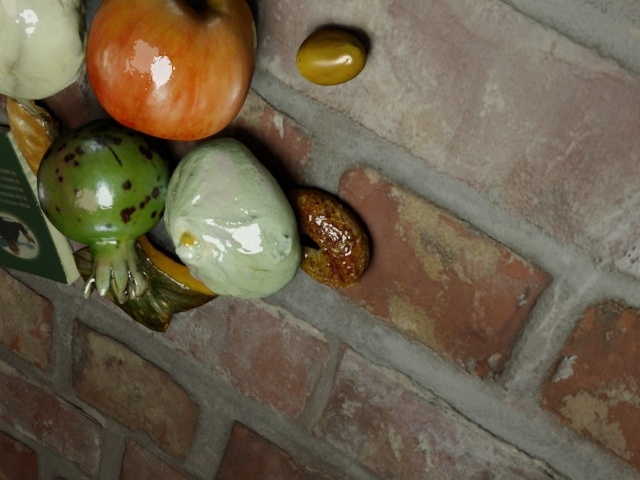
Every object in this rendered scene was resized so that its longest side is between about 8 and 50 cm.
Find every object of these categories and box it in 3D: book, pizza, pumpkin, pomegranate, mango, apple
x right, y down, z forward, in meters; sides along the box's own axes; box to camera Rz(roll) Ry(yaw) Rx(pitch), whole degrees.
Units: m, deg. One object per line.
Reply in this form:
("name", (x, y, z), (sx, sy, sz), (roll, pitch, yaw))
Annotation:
("book", (-0.647, -0.083, 2.286), (0.260, 0.043, 0.371), (12, 132, 33))
("pizza", (-0.515, -0.179, 2.075), (0.134, 0.056, 0.271), (4, 128, 39))
("pumpkin", (-0.351, 0.049, 2.131), (0.290, 0.095, 0.258), (45, 137, -11))
("pomegranate", (-0.353, -0.061, 1.877), (0.242, 0.242, 0.306), (116, 142, -50))
("mango", (0.017, -0.257, 1.575), (0.114, 0.060, 0.080), (-13, 121, 40))
("apple", (-0.206, -0.273, 1.602), (0.242, 0.242, 0.241), (35, 139, 6))

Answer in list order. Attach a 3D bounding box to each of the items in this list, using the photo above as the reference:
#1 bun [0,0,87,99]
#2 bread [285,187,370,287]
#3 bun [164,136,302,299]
("bun", (-0.462, -0.392, 1.709), (0.361, 0.213, 0.361), (38, 143, 36))
("bread", (0.000, 0.000, 1.834), (0.193, 0.064, 0.193), (26, 141, 23))
("bun", (-0.166, -0.017, 1.816), (0.283, 0.179, 0.283), (41, 148, 33))
